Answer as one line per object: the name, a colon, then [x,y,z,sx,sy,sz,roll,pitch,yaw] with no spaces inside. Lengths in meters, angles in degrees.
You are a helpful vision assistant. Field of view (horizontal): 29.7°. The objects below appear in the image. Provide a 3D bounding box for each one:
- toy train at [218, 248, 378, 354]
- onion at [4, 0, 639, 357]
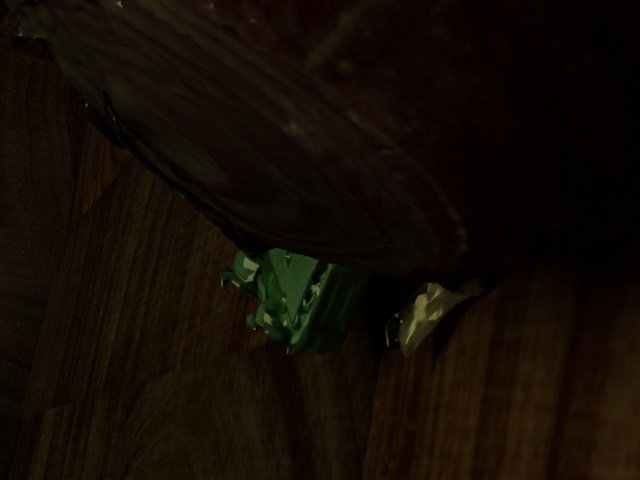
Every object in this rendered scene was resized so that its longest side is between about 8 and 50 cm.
toy train: [0.000,0.000,0.656,0.099,0.081,0.149,-69,24,19]
onion: [0.032,-0.110,0.428,0.230,0.272,0.256,-10,71,43]
